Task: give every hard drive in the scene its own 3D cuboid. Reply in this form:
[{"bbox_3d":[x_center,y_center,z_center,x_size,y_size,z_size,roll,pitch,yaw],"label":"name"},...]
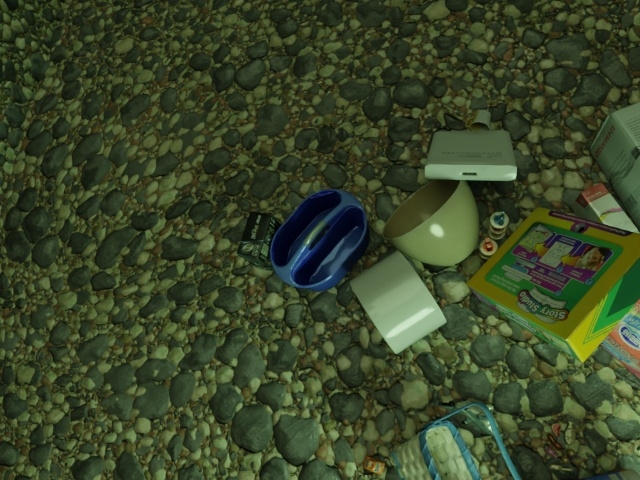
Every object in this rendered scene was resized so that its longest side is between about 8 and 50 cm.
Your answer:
[{"bbox_3d":[0.440,-0.257,1.421,0.233,0.353,0.047,3,118,16],"label":"hard drive"}]

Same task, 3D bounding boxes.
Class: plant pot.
[{"bbox_3d":[0.348,-0.036,1.409,0.284,0.284,0.191,-43,103,-1],"label":"plant pot"}]

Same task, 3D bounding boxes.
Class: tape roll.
[{"bbox_3d":[0.217,0.172,1.365,0.169,0.246,0.246,-34,67,4],"label":"tape roll"}]

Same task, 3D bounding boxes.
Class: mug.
[{"bbox_3d":[0.515,-0.391,1.567,0.078,0.062,0.064,17,70,13],"label":"mug"}]

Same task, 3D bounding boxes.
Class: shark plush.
[{"bbox_3d":[0.402,0.478,1.318,0.161,0.073,0.067,10,106,14],"label":"shark plush"}]

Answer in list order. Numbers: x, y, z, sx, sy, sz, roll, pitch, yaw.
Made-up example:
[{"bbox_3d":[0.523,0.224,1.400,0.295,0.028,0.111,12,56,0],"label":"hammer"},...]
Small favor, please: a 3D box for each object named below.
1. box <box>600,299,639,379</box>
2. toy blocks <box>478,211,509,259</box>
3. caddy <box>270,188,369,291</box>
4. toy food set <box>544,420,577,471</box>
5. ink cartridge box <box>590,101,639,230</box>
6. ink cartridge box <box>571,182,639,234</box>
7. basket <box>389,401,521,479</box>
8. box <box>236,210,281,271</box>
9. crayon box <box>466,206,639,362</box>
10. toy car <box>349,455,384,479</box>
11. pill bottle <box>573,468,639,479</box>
[{"bbox_3d":[0.803,0.232,1.233,0.142,0.154,0.300,-44,68,0],"label":"box"},{"bbox_3d":[0.501,-0.018,1.399,0.054,0.148,0.123,24,80,22],"label":"toy blocks"},{"bbox_3d":[0.000,0.000,1.517,0.241,0.179,0.341,39,86,22],"label":"caddy"},{"bbox_3d":[0.623,0.531,1.255,0.078,0.019,0.122,0,72,16],"label":"toy food set"},{"bbox_3d":[0.892,-0.195,1.307,0.129,0.223,0.307,-22,68,7],"label":"ink cartridge box"},{"bbox_3d":[0.795,-0.047,1.344,0.067,0.115,0.198,-27,67,5],"label":"ink cartridge box"},{"bbox_3d":[0.338,0.563,1.208,0.289,0.201,0.254,-36,64,36],"label":"basket"},{"bbox_3d":[-0.183,0.007,1.564,0.078,0.180,0.147,11,77,18],"label":"box"},{"bbox_3d":[0.612,0.091,1.249,0.313,0.106,0.363,-48,25,-2],"label":"crayon box"},{"bbox_3d":[0.124,0.656,1.342,0.060,0.040,0.122,35,84,23],"label":"toy car"},{"bbox_3d":[0.633,0.648,1.143,0.272,0.152,0.152,-18,69,10],"label":"pill bottle"}]
